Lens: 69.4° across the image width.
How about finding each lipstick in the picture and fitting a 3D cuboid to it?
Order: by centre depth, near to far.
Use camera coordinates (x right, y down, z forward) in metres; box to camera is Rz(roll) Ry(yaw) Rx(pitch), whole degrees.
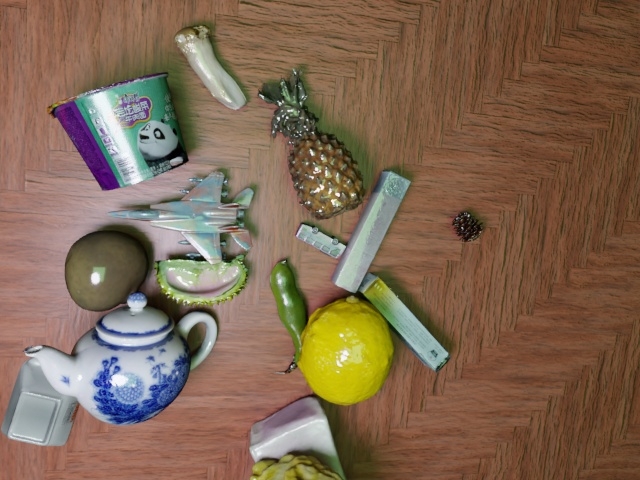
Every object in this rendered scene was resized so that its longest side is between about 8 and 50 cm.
[{"bbox_3d":[0.126,-0.023,1.189,0.066,0.068,0.317,25,93,-14],"label":"lipstick"}]

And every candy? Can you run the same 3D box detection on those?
[{"bbox_3d":[-0.039,0.611,1.214,0.208,0.145,0.358,-20,101,-6],"label":"candy"}]

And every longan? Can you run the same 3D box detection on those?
[{"bbox_3d":[-0.483,0.066,1.040,0.189,0.189,0.189,-2,98,-10],"label":"longan"}]

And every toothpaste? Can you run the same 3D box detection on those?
[{"bbox_3d":[0.221,0.218,1.234,0.071,0.089,0.313,-45,103,-9],"label":"toothpaste"}]

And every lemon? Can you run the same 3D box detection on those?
[{"bbox_3d":[0.065,0.275,1.143,0.234,0.233,0.287,5,107,-11],"label":"lemon"}]

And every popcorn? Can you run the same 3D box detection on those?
[{"bbox_3d":[-0.058,0.616,1.017,0.293,0.237,0.292,-1,96,-12],"label":"popcorn"}]

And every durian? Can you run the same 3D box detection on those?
[{"bbox_3d":[-0.279,0.099,1.113,0.221,0.095,0.137,-5,74,-14],"label":"durian"}]

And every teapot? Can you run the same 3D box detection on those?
[{"bbox_3d":[-0.412,0.244,1.022,0.424,0.252,0.279,-4,108,-47],"label":"teapot"}]

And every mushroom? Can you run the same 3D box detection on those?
[{"bbox_3d":[-0.248,-0.395,1.068,0.084,0.071,0.209,-44,109,-35],"label":"mushroom"}]

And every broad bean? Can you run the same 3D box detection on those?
[{"bbox_3d":[-0.083,0.202,1.191,0.098,0.056,0.317,-2,101,-11],"label":"broad bean"}]

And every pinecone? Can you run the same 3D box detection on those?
[{"bbox_3d":[0.392,-0.036,1.235,0.083,0.077,0.077,44,89,-8],"label":"pinecone"}]

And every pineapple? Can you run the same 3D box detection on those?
[{"bbox_3d":[-0.020,-0.229,1.099,0.175,0.175,0.360,-20,86,-7],"label":"pineapple"}]

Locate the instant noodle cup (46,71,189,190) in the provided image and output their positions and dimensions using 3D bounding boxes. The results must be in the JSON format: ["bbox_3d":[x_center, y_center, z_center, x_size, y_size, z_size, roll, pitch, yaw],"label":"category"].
[{"bbox_3d":[-0.406,-0.225,0.982,0.251,0.251,0.190,-20,110,-7],"label":"instant noodle cup"}]

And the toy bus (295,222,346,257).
[{"bbox_3d":[0.000,0.000,1.185,0.131,0.037,0.052,28,94,-13],"label":"toy bus"}]

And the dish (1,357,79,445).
[{"bbox_3d":[-0.665,0.387,1.103,0.154,0.064,0.234,18,93,-12],"label":"dish"}]

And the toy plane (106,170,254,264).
[{"bbox_3d":[-0.322,-0.055,1.081,0.327,0.104,0.222,1,87,-3],"label":"toy plane"}]
